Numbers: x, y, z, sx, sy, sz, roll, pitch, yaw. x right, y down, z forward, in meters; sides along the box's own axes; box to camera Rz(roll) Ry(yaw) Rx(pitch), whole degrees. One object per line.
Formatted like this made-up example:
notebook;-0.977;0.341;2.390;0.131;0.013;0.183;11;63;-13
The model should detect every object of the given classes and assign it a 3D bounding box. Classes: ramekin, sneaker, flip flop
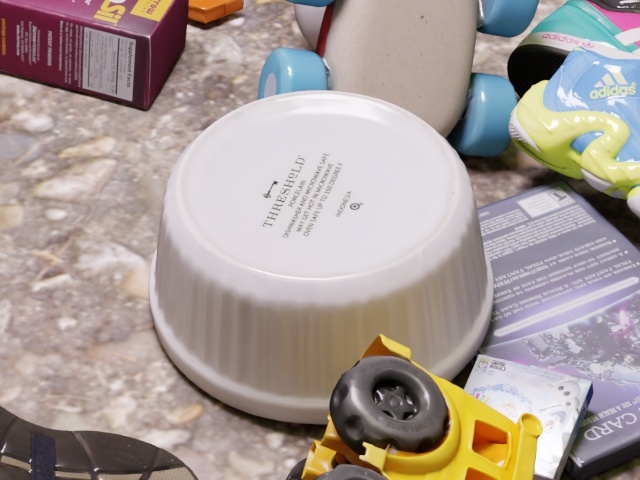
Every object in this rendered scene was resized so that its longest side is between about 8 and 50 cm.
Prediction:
ramekin;0.000;0.000;1.487;0.273;0.127;0.273;0;45;0
sneaker;0.337;-0.158;1.753;0.295;0.124;0.178;23;52;20
flip flop;-0.217;0.167;1.334;0.277;0.080;0.112;14;34;-14
sneaker;0.281;-0.081;1.618;0.240;0.091;0.126;32;90;11

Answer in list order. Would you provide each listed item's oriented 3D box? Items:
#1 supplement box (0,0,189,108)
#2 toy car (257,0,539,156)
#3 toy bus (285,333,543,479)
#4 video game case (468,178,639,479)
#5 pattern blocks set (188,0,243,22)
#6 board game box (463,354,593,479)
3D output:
supplement box;-0.223;-0.198;1.746;0.188;0.081;0.104;15;41;9
toy car;0.039;-0.186;1.730;0.219;0.210;0.238;5;9;-21
toy bus;0.077;0.204;1.290;0.211;0.149;0.220;24;43;-4
video game case;0.197;0.062;1.544;0.196;0.026;0.274;-19;48;-27
pattern blocks set;-0.133;-0.300;1.919;0.325;0.026;0.285;4;41;-2
board game box;0.143;0.133;1.430;0.090;0.020;0.090;13;54;22
